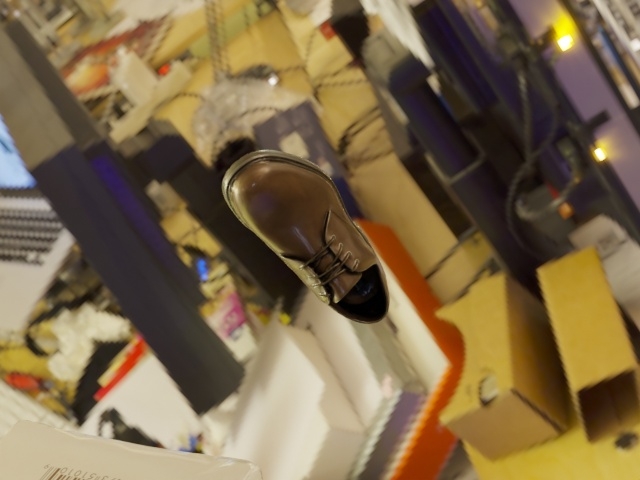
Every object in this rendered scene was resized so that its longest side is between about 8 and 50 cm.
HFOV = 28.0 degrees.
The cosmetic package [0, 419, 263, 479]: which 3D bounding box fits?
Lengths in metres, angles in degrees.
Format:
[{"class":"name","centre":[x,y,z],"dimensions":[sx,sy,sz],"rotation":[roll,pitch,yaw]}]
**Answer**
[{"class":"cosmetic package","centre":[-0.132,0.342,0.943],"dimensions":[0.217,0.385,0.156],"rotation":[6,33,26]}]

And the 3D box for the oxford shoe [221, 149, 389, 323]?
[{"class":"oxford shoe","centre":[0.000,0.000,1.127],"dimensions":[0.083,0.227,0.096],"rotation":[-41,43,9]}]
